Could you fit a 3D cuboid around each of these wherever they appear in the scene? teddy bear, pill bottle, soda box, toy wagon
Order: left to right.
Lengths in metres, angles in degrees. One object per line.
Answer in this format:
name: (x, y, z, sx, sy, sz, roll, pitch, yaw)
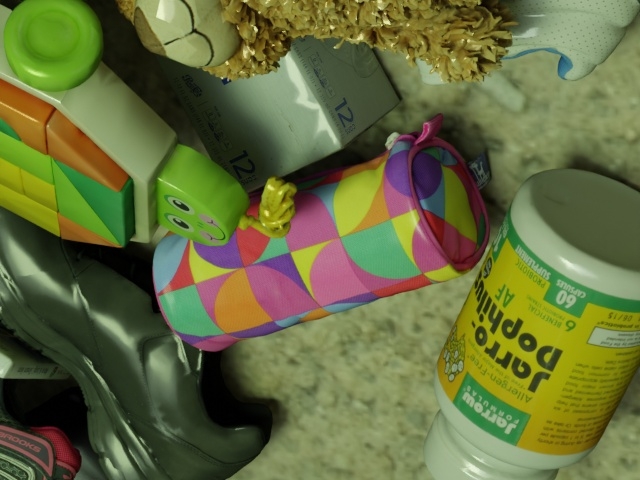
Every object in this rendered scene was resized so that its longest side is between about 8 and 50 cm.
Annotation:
toy wagon: (-0.178, -0.076, 1.231, 0.344, 0.068, 0.267, 28, 162, 5)
soda box: (-0.068, -0.180, 1.275, 0.098, 0.091, 0.286, -24, 99, 35)
teddy bear: (0.013, -0.163, 1.055, 0.338, 0.113, 0.245, -2, 153, 23)
pill bottle: (0.140, 0.069, 1.264, 0.117, 0.117, 0.208, 30, 123, 12)

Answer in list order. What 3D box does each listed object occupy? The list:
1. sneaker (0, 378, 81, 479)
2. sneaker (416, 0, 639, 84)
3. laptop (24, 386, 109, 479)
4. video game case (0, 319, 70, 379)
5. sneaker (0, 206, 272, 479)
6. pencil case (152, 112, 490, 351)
sneaker: (-0.285, 0.111, 1.485, 0.299, 0.112, 0.121, 46, 173, 31)
sneaker: (0.045, -0.209, 1.179, 0.322, 0.130, 0.236, 18, 115, 13)
laptop: (-0.265, 0.355, 1.660, 0.382, 0.236, 0.408, 60, 152, -7)
video game case: (-0.266, 0.055, 1.457, 0.157, 0.143, 0.019, 31, 92, 12)
sneaker: (-0.137, 0.055, 1.422, 0.130, 0.109, 0.286, -29, 103, 24)
pencil case: (0.000, 0.000, 1.314, 0.236, 0.104, 0.104, -21, 102, 33)
